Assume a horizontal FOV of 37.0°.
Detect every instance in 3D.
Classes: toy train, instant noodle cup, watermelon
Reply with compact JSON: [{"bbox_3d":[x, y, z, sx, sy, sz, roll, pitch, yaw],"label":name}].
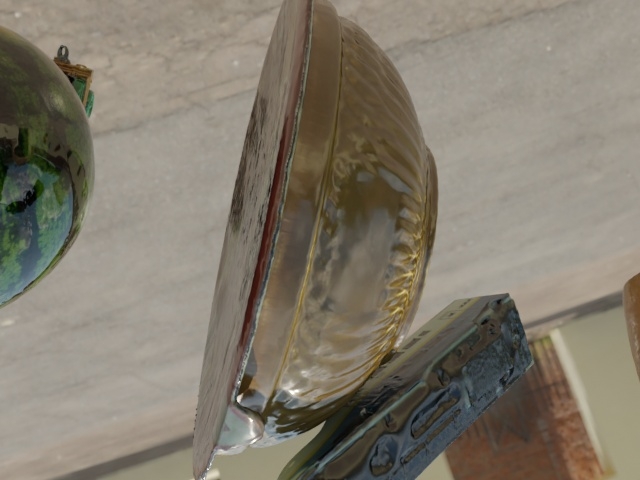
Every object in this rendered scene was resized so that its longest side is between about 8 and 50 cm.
[{"bbox_3d":[0.037,0.100,0.520,0.051,0.052,0.234,-10,-164,45],"label":"toy train"},{"bbox_3d":[0.000,0.000,0.509,0.090,0.274,0.274,12,159,-10],"label":"instant noodle cup"},{"bbox_3d":[-0.369,-0.149,1.289,0.091,0.228,0.136,14,-169,-7],"label":"toy train"},{"bbox_3d":[-0.309,-0.053,0.735,0.269,0.269,0.269,-17,166,-4],"label":"watermelon"}]

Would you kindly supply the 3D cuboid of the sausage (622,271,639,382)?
[{"bbox_3d":[0.303,0.141,0.742,0.109,0.270,0.109,0,140,0],"label":"sausage"}]
